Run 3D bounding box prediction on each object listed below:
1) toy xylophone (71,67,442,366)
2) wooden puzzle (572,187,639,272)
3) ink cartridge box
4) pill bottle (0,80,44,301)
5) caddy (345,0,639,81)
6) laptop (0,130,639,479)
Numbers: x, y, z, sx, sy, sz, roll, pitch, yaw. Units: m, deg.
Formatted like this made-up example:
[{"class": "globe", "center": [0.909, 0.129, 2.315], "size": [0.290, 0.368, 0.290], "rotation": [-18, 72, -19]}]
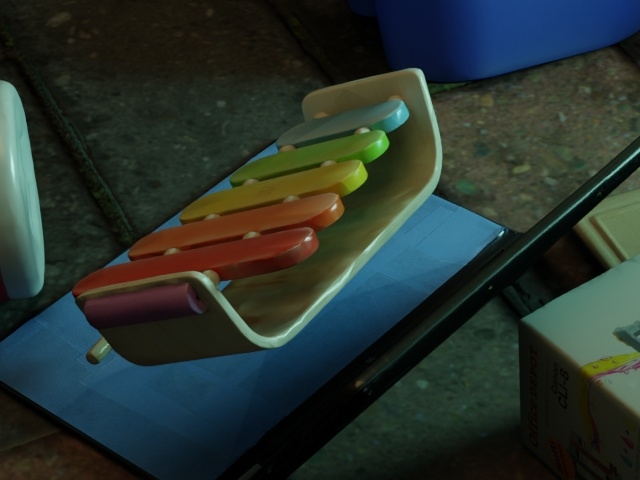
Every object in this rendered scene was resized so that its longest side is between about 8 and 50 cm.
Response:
[{"class": "toy xylophone", "center": [-0.053, -0.005, 1.364], "size": [0.236, 0.081, 0.322], "rotation": [-14, 21, 32]}, {"class": "wooden puzzle", "center": [0.335, 0.015, 1.532], "size": [0.221, 0.044, 0.238], "rotation": [-16, 36, -13]}, {"class": "ink cartridge box", "center": [0.237, 0.117, 1.346], "size": [0.127, 0.128, 0.176], "rotation": [-26, 43, -23]}, {"class": "pill bottle", "center": [-0.386, -0.021, 1.537], "size": [0.319, 0.176, 0.176], "rotation": [-8, 40, -3]}, {"class": "caddy", "center": [0.166, -0.293, 1.808], "size": [0.341, 0.179, 0.241], "rotation": [-16, 42, -13]}, {"class": "laptop", "center": [0.000, 0.000, 1.440], "size": [0.236, 0.408, 0.382], "rotation": [48, 56, 5]}]
